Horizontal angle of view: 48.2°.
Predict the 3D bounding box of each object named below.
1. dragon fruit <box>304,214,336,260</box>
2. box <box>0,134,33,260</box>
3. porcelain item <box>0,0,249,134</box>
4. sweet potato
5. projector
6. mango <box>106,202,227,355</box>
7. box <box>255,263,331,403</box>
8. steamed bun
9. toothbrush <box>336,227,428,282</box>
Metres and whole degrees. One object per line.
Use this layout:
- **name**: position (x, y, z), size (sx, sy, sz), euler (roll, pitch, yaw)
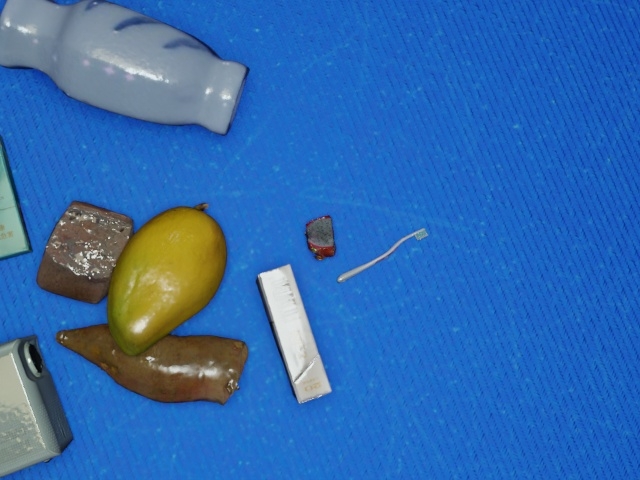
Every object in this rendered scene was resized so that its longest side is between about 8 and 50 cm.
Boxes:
- **dragon fruit**: position (0.000, 0.000, 1.355), size (0.056, 0.060, 0.083), euler (-9, 57, -1)
- **box**: position (-0.632, -0.067, 1.296), size (0.162, 0.041, 0.229), euler (-17, 86, -9)
- **porcelain item**: position (-0.337, -0.314, 1.265), size (0.405, 0.242, 0.178), euler (17, 100, -7)
- **sweet potato**: position (-0.299, 0.216, 1.260), size (0.337, 0.131, 0.131), euler (9, 82, -5)
- **projector**: position (-0.546, 0.274, 1.204), size (0.177, 0.163, 0.242), euler (-21, 88, -10)
- **mango**: position (-0.266, 0.059, 1.254), size (0.176, 0.119, 0.317), euler (35, 58, -9)
- **box**: position (-0.051, 0.166, 1.280), size (0.067, 0.149, 0.233), euler (-18, 85, -6)
- **steamed bun**: position (-0.415, 0.022, 1.278), size (0.145, 0.106, 0.175), euler (19, 79, -4)
- **toothbrush**: position (0.119, 0.028, 1.385), size (0.204, 0.017, 0.022), euler (-28, 68, -10)
